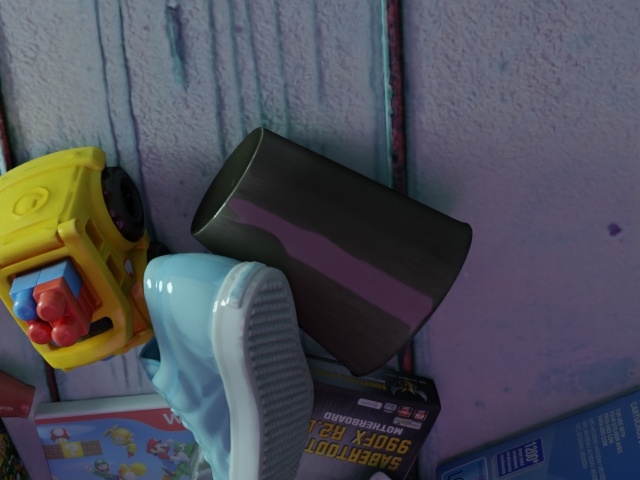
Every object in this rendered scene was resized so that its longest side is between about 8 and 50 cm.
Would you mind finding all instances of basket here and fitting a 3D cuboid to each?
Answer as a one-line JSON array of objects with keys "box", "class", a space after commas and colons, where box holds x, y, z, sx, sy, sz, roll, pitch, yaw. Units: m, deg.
[{"box": [0.000, 0.000, 1.538, 0.227, 0.154, 0.204, 34, 122, -15], "class": "basket"}]

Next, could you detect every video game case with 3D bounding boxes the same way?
[{"box": [-0.203, 0.298, 1.808, 0.204, 0.025, 0.285, -5, 123, 5], "class": "video game case"}]

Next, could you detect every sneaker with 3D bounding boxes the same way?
[{"box": [-0.100, 0.143, 1.566, 0.150, 0.135, 0.366, 17, 135, 22], "class": "sneaker"}]

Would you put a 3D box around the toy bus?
[{"box": [-0.239, 0.052, 1.538, 0.149, 0.211, 0.220, -19, 122, 12], "class": "toy bus"}]

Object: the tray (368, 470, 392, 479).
[{"box": [0.090, 0.375, 1.767, 0.145, 0.030, 0.270, -52, 128, -8], "class": "tray"}]

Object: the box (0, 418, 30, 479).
[{"box": [-0.374, 0.324, 1.703, 0.044, 0.233, 0.159, -9, 123, 12], "class": "box"}]

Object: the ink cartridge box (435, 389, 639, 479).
[{"box": [0.334, 0.309, 1.655, 0.395, 0.270, 0.151, -23, 123, 15], "class": "ink cartridge box"}]

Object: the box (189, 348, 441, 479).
[{"box": [-0.009, 0.211, 1.710, 0.231, 0.056, 0.183, 15, 121, -16], "class": "box"}]

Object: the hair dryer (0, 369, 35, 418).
[{"box": [-0.410, 0.095, 1.647, 0.223, 0.080, 0.293, -28, 119, 17], "class": "hair dryer"}]
